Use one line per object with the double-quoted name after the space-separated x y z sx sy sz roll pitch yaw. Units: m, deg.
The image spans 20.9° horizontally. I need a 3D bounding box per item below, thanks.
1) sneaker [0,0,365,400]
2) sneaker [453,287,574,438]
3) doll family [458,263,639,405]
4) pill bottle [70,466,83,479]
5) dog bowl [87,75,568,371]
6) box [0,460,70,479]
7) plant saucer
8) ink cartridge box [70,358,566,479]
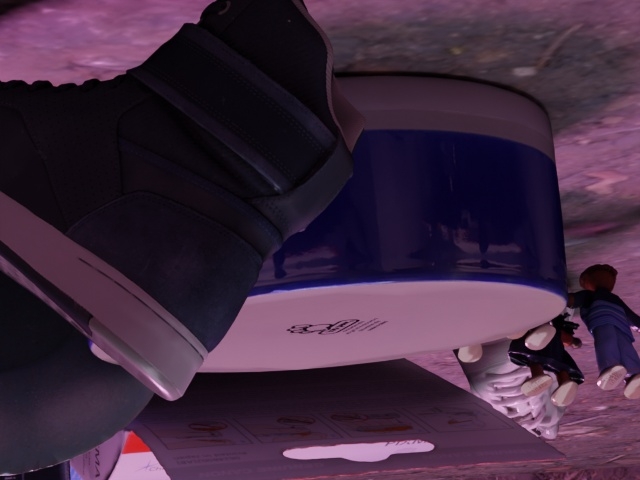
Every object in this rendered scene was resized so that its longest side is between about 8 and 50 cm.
-0.087 -0.056 0.713 0.226 0.163 0.086 33 169 29 "sneaker"
0.167 0.105 1.461 0.110 0.118 0.292 -7 166 13 "sneaker"
0.149 0.045 1.191 0.193 0.111 0.076 32 118 -28 "doll family"
-0.292 0.177 1.563 0.221 0.124 0.124 6 163 -39 "pill bottle"
0.000 0.000 0.945 0.265 0.104 0.265 -5 167 -1 "dog bowl"
-0.393 0.170 1.287 0.395 0.212 0.293 -1 167 -14 "box"
-0.186 0.054 1.022 0.195 0.195 0.037 -4 132 -5 "plant saucer"
-0.024 0.168 1.405 0.308 0.091 0.385 -2 -170 -21 "ink cartridge box"
